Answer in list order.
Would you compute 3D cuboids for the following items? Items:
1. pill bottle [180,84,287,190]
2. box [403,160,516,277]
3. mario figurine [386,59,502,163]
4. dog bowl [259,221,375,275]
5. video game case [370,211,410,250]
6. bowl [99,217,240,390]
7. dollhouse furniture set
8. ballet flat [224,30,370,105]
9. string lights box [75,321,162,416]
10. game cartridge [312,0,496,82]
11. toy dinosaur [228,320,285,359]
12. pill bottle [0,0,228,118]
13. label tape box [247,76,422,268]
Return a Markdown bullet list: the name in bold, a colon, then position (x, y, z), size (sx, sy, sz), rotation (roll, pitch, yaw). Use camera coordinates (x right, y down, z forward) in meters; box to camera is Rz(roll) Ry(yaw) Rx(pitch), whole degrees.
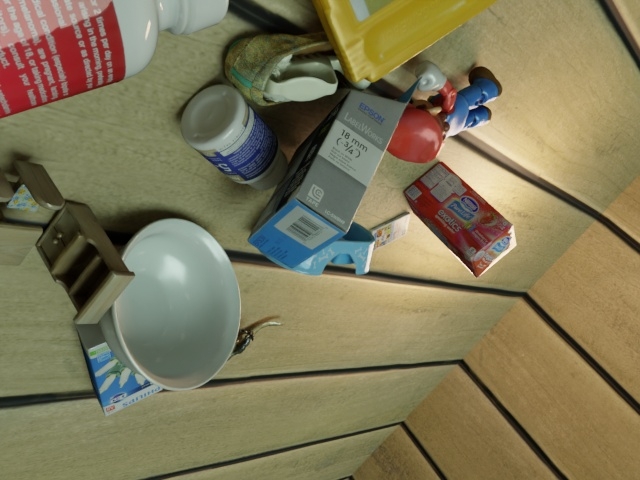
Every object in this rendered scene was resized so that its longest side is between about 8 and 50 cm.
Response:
- **pill bottle**: position (-0.131, -0.158, 0.969), size (0.112, 0.112, 0.186), rotation (-42, 148, 4)
- **box**: position (0.335, -0.053, 1.433), size (0.128, 0.257, 0.122), rotation (-40, 146, 1)
- **mario figurine**: position (0.227, -0.274, 1.221), size (0.320, 0.170, 0.198), rotation (-28, 111, -36)
- **dog bowl**: position (0.000, 0.000, 1.260), size (0.297, 0.166, 0.074), rotation (1, 119, -46)
- **video game case**: position (0.179, -0.022, 1.544), size (0.122, 0.011, 0.087), rotation (-26, 146, -21)
- **bowl**: position (-0.288, 0.116, 1.061), size (0.134, 0.298, 0.298), rotation (-10, 164, 33)
- **dollhouse furniture set**: position (-0.413, 0.023, 0.825), size (0.212, 0.161, 0.242), rotation (-47, 155, 17)
- **ballet flat**: position (0.017, -0.283, 0.963), size (0.348, 0.123, 0.123), rotation (-18, 142, -31)
- **string lights box**: position (-0.406, 0.241, 1.212), size (0.133, 0.077, 0.260), rotation (-23, 144, -28)
- **game cartridge**: position (0.104, -0.423, 0.837), size (0.285, 0.052, 0.324), rotation (-35, 125, -7)
- **toy dinosaur**: position (-0.207, 0.253, 1.447), size (0.268, 0.064, 0.118), rotation (-32, 162, -12)
- **pill bottle**: position (-0.310, -0.244, 0.573), size (0.407, 0.229, 0.229), rotation (-25, 145, -21)
- **label tape box**: position (0.020, -0.138, 1.025), size (0.240, 0.106, 0.334), rotation (-34, -153, 61)
